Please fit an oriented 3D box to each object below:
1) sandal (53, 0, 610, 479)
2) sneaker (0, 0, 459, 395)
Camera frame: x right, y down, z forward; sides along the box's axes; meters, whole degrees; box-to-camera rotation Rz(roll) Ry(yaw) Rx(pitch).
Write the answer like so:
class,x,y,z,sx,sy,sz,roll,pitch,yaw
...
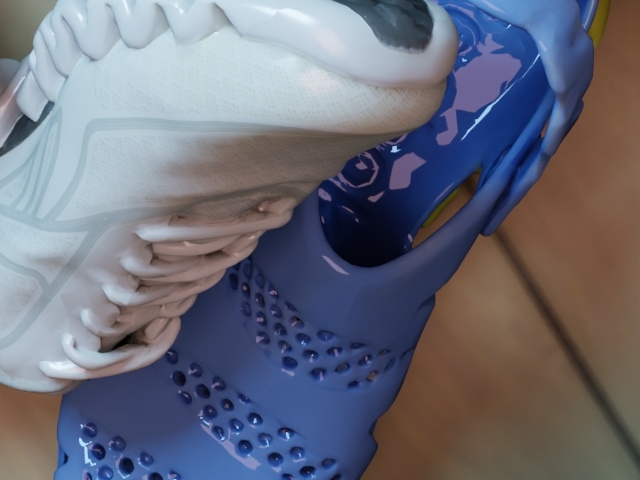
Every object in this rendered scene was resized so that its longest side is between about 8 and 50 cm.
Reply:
class,x,y,z,sx,sy,sz,roll,pitch,yaw
sandal,0.000,0.000,0.624,0.126,0.138,0.317,28,95,-4
sneaker,-0.060,-0.013,0.560,0.110,0.292,0.118,0,82,-36
